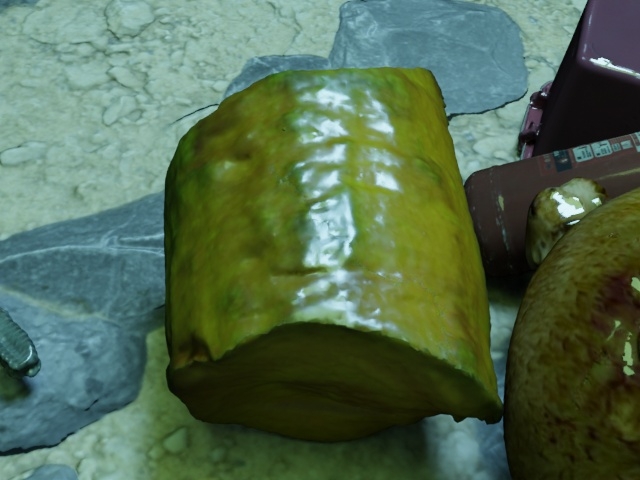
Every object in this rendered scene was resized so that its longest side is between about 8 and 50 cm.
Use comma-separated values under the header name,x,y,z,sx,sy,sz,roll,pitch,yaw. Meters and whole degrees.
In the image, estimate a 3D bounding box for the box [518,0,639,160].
name,x,y,z,sx,sy,sz,roll,pitch,yaw
box,0.364,-0.130,0.801,0.294,0.167,0.193,17,53,10

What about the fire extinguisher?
name,x,y,z,sx,sy,sz,roll,pitch,yaw
fire extinguisher,0.218,-0.049,0.721,0.337,0.106,0.147,-11,64,18

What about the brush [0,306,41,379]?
name,x,y,z,sx,sy,sz,roll,pitch,yaw
brush,-0.344,0.020,0.700,0.070,0.051,0.323,-31,55,-34

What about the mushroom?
name,x,y,z,sx,sy,sz,roll,pitch,yaw
mushroom,0.282,0.104,0.538,0.345,0.239,0.345,0,87,6

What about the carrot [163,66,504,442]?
name,x,y,z,sx,sy,sz,roll,pitch,yaw
carrot,0.000,0.000,0.615,0.242,0.241,0.340,-2,53,-6
